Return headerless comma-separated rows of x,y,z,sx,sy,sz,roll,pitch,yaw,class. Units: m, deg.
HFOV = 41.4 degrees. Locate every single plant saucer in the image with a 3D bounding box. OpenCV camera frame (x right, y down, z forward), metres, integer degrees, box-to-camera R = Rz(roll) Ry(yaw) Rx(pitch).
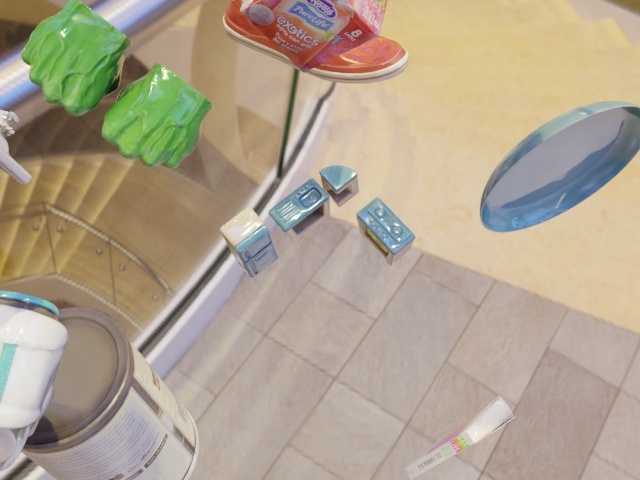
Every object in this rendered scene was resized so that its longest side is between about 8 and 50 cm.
0.396,-0.125,1.406,0.317,0.318,0.044,-17,61,-21,plant saucer

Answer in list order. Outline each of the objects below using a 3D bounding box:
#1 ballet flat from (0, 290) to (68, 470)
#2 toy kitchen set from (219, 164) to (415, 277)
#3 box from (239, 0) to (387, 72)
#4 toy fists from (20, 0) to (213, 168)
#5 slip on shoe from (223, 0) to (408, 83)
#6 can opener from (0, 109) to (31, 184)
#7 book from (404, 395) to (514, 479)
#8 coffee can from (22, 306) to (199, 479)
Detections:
-0.334,0.166,0.846,0.139,0.400,0.139,9,66,-21,ballet flat
0.000,0.000,1.169,0.207,0.122,0.166,-39,70,-9,toy kitchen set
0.011,-0.355,1.050,0.122,0.128,0.257,38,51,-36,box
-0.301,-0.218,1.246,0.279,0.096,0.142,37,85,-18,toy fists
-0.009,-0.351,1.420,0.331,0.101,0.123,22,49,10,slip on shoe
-0.260,-0.093,0.509,0.074,0.280,0.093,36,75,16,can opener
0.188,0.276,1.169,0.096,0.144,0.035,-23,73,-43,book
-0.309,0.250,1.190,0.201,0.275,0.202,-7,53,10,coffee can
